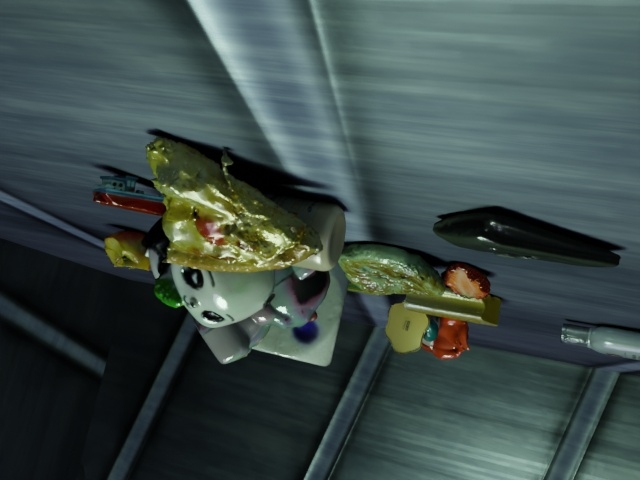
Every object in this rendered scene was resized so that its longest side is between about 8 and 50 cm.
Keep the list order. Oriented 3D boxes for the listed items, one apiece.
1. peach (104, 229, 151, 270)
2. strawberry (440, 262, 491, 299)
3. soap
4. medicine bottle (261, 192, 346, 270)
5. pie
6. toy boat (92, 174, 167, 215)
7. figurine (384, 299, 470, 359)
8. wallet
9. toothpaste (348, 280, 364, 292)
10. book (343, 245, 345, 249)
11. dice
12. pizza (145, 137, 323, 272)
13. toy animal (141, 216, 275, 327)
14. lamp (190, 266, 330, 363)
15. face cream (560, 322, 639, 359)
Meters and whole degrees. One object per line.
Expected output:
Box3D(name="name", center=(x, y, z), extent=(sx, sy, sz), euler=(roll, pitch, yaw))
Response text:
Box3D(name="peach", center=(-0.517, 0.030, 2.186), extent=(0.151, 0.118, 0.151), euler=(35, 149, 25))
Box3D(name="strawberry", center=(0.301, 0.079, 1.627), extent=(0.104, 0.048, 0.152), euler=(16, 157, 24))
Box3D(name="soap", center=(0.330, 0.158, 1.962), extent=(0.232, 0.073, 0.140), euler=(10, 175, 12))
Box3D(name="medicine bottle", center=(-0.090, -0.022, 1.317), extent=(0.252, 0.114, 0.114), euler=(9, 170, 18))
Box3D(name="pie", center=(0.147, 0.069, 1.644), extent=(0.241, 0.054, 0.240), euler=(17, 161, 6))
Box3D(name="toy boat", center=(-0.336, -0.084, 1.451), extent=(0.173, 0.058, 0.069), euler=(12, 174, -43))
Box3D(name="figurine", center=(0.338, 0.273, 2.359), extent=(0.208, 0.180, 0.257), euler=(-32, 152, 34))
Box3D(name="wallet", center=(0.309, 0.008, 1.194), extent=(0.245, 0.052, 0.168), euler=(13, 174, -19))
Box3D(name="toothpaste", center=(0.077, 0.113, 2.118), extent=(0.179, 0.043, 0.037), euler=(9, 170, 22))
Box3D(name="book", center=(0.000, -0.001, 1.630), extent=(0.077, 0.014, 0.111), euler=(8, 171, 19))
Box3D(name="dice", center=(-0.070, 0.159, 1.931), extent=(0.251, 0.259, 0.243), euler=(13, 169, 2))
Box3D(name="pizza", center=(-0.178, -0.042, 1.172), extent=(0.280, 0.075, 0.287), euler=(-9, 139, 32))
Box3D(name="toy animal", center=(-0.213, 0.053, 1.479), extent=(0.213, 0.212, 0.267), euler=(19, -170, -33))
Box3D(name="lamp", center=(-0.133, 0.105, 1.694), extent=(0.247, 0.301, 0.247), euler=(55, 173, 8))
Box3D(name="face cream", center=(0.762, 0.260, 2.006), extent=(0.291, 0.071, 0.144), euler=(9, 170, 22))
